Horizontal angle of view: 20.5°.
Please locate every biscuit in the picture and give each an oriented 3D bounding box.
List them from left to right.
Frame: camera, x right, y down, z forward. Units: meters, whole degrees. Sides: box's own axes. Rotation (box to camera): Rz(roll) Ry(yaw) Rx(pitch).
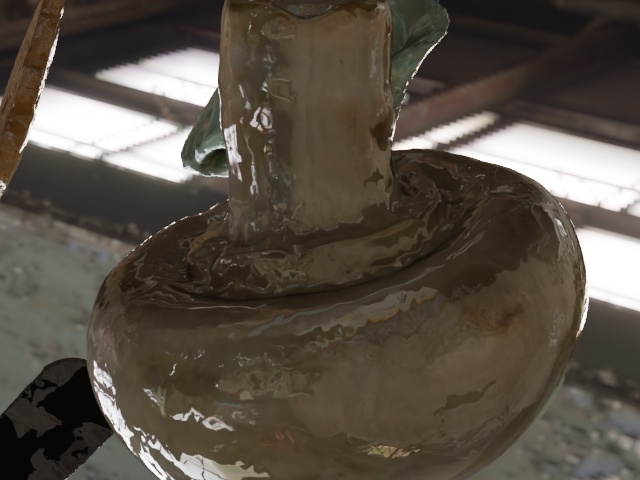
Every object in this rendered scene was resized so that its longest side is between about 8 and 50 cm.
[{"bbox_3d":[-0.234,-0.102,1.378,0.184,0.027,0.133,-84,19,-44],"label":"biscuit"}]

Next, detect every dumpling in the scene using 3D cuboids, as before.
[{"bbox_3d":[0.000,-0.105,1.253,0.108,0.219,0.152,64,-158,-13],"label":"dumpling"}]

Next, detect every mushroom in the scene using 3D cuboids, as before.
[{"bbox_3d":[0.008,0.015,0.713,0.206,0.206,0.209,-42,-28,-37],"label":"mushroom"}]

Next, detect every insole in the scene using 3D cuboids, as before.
[{"bbox_3d":[-0.315,0.233,1.575,0.348,0.009,0.119,-43,-75,5],"label":"insole"}]
